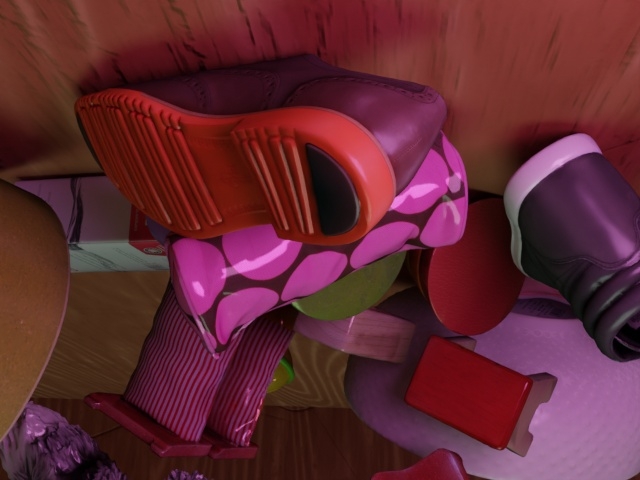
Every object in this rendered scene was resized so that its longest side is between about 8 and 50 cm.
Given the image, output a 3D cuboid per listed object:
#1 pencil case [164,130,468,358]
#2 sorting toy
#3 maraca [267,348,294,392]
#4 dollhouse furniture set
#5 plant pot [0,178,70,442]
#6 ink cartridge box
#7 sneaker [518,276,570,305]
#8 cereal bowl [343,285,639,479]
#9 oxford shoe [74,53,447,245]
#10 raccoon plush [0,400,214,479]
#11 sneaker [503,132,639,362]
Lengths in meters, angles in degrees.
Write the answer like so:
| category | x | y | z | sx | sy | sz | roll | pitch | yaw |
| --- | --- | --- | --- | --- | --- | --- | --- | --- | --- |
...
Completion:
| category | x | y | z | sx | sy | sz | roll | pitch | yaw |
| --- | --- | --- | --- | --- | --- | --- | --- | --- | --- |
| pencil case | 0.000 | 0.000 | 0.718 | 0.209 | 0.098 | 0.095 | -23 | -150 | -10 |
| sorting toy | 0.007 | -0.009 | 0.883 | 0.365 | 0.127 | 0.126 | 10 | -172 | -35 |
| maraca | -0.116 | 0.160 | 1.569 | 0.127 | 0.099 | 0.185 | -16 | 132 | 46 |
| dollhouse furniture set | -0.009 | 0.138 | 0.963 | 0.374 | 0.201 | 0.152 | 23 | -178 | 34 |
| plant pot | -0.374 | 0.015 | 0.728 | 0.274 | 0.275 | 0.293 | -7 | 149 | 34 |
| ink cartridge box | -0.177 | -0.013 | 0.924 | 0.150 | 0.063 | 0.109 | -1 | 166 | 16 |
| sneaker | 0.227 | 0.027 | 1.068 | 0.134 | 0.051 | 0.070 | 12 | 146 | 12 |
| cereal bowl | 0.199 | 0.122 | 1.136 | 0.338 | 0.141 | 0.339 | 9 | -166 | -2 |
| oxford shoe | -0.045 | -0.061 | 0.642 | 0.271 | 0.098 | 0.097 | 13 | 134 | 41 |
| raccoon plush | -0.060 | 0.271 | 1.014 | 0.299 | 0.446 | 0.216 | -4 | 135 | -49 |
| sneaker | 0.225 | 0.034 | 0.830 | 0.104 | 0.147 | 0.296 | -33 | 158 | 8 |
